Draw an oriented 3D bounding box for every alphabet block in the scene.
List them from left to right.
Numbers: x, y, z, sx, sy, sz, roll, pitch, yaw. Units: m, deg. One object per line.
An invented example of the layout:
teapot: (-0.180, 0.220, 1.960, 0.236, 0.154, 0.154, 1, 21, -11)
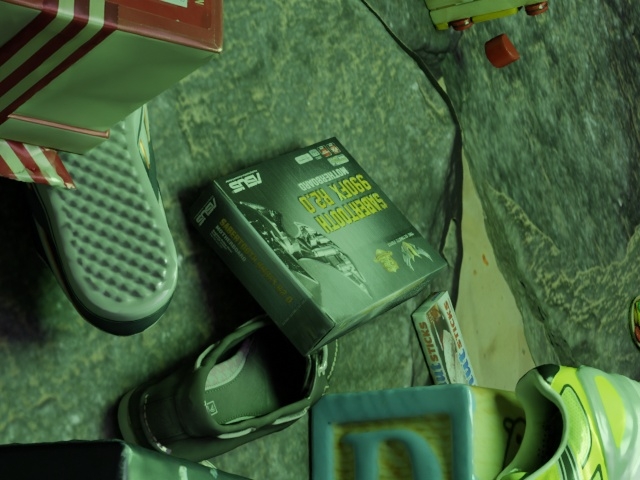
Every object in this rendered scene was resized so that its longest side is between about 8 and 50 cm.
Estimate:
alphabet block: (0.121, 0.252, 1.787, 0.197, 0.193, 0.192, 13, 74, -55)

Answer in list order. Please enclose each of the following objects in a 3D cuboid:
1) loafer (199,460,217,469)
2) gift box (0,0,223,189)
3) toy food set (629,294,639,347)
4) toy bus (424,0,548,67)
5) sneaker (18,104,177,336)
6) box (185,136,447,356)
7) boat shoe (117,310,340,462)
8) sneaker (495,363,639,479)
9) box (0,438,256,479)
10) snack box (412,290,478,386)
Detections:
loafer: (-0.085, 0.239, 1.612, 0.125, 0.045, 0.039, 44, 38, -38)
gift box: (-0.214, -0.200, 1.287, 0.276, 0.258, 0.255, 17, 65, -32)
toy food set: (0.469, 0.120, 2.502, 0.082, 0.020, 0.083, -8, 90, -57)
toy bus: (0.215, -0.325, 2.064, 0.202, 0.191, 0.104, 32, 41, 6)
sneaker: (-0.198, -0.070, 1.443, 0.127, 0.126, 0.321, 115, -35, -69)
box: (0.000, 0.000, 1.700, 0.183, 0.056, 0.231, 49, 33, 12)
boat shoe: (-0.053, 0.129, 1.621, 0.335, 0.095, 0.112, -24, 91, -56)
sneaker: (0.217, 0.300, 1.658, 0.147, 0.145, 0.385, 23, 64, -19)
box: (-0.124, 0.429, 1.289, 0.472, 0.297, 0.480, 25, 63, -50)
snack box: (0.153, 0.152, 2.010, 0.064, 0.022, 0.178, -42, 117, -54)
